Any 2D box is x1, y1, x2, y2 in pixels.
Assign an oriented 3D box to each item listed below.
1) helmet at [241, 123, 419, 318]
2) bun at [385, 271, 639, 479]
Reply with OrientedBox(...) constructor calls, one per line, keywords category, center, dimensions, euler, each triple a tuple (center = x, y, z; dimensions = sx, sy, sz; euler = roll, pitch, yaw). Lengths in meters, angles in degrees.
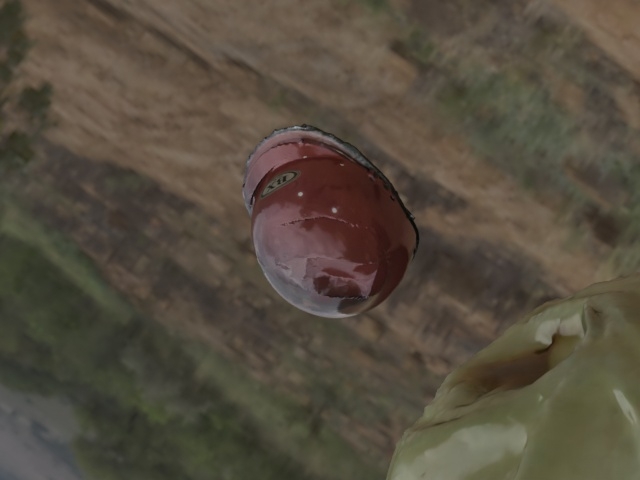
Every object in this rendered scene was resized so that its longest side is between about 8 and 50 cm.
OrientedBox(category="helmet", center=(-0.001, 0.000, 0.587), dimensions=(0.065, 0.049, 0.084), euler=(-33, 110, 33))
OrientedBox(category="bun", center=(0.154, 0.123, 0.683), dimensions=(0.202, 0.364, 0.364), euler=(55, 159, -10))
